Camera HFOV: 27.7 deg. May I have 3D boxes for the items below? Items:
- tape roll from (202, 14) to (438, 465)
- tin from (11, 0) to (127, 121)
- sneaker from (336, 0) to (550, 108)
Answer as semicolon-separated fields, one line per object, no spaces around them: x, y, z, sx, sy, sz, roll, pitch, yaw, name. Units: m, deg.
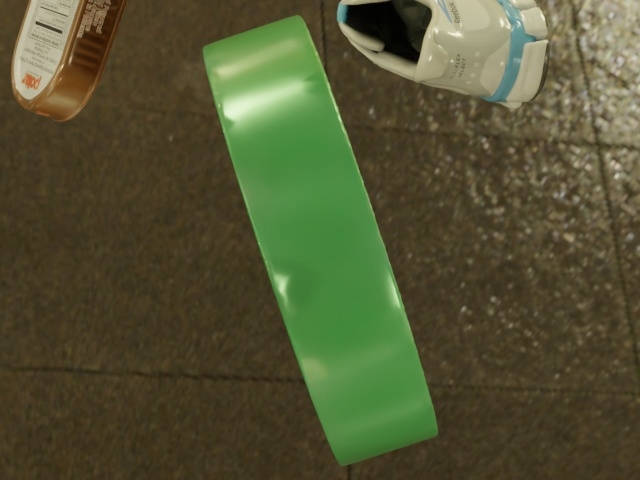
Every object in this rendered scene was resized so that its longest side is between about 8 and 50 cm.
0.000;0.000;0.946;0.077;0.321;0.321;-18;63;1;tape roll
-0.185;-0.185;0.985;0.040;0.106;0.189;16;96;-32;tin
0.038;-0.130;0.688;0.083;0.071;0.190;-3;28;-27;sneaker
